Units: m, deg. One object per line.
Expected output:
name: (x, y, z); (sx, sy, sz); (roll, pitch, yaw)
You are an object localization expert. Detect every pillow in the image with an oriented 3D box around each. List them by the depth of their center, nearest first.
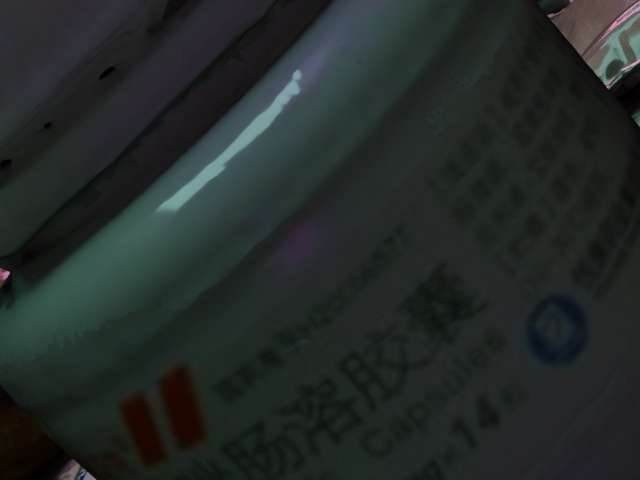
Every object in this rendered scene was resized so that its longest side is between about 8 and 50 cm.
pillow: (0.185, -0.137, 0.835); (0.130, 0.038, 0.233); (-43, 12, 18)

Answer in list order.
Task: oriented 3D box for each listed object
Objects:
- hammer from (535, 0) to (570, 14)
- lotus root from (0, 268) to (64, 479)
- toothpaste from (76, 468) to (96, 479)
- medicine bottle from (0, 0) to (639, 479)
hammer: (0.113, -0.130, 0.984); (0.158, 0.041, 0.226); (-39, 8, 23)
lotus root: (-0.284, 0.128, 1.154); (0.193, 0.193, 0.291); (-27, 19, 51)
toothpaste: (-0.160, 0.175, 0.924); (0.052, 0.033, 0.218); (-44, 14, 40)
medicine bottle: (-0.028, -0.027, 0.513); (0.256, 0.325, 0.256); (-40, 15, 13)
